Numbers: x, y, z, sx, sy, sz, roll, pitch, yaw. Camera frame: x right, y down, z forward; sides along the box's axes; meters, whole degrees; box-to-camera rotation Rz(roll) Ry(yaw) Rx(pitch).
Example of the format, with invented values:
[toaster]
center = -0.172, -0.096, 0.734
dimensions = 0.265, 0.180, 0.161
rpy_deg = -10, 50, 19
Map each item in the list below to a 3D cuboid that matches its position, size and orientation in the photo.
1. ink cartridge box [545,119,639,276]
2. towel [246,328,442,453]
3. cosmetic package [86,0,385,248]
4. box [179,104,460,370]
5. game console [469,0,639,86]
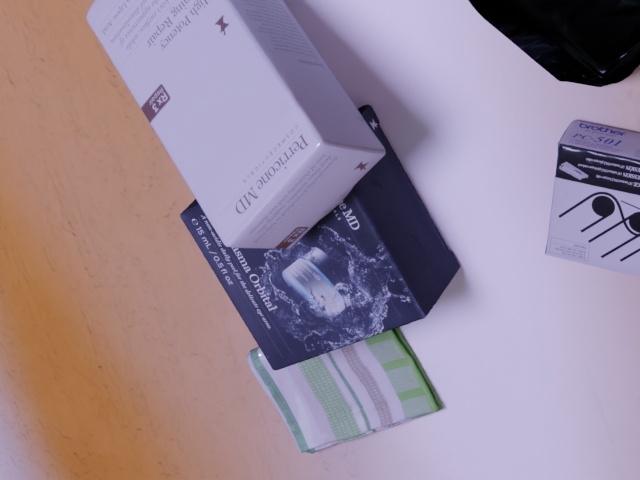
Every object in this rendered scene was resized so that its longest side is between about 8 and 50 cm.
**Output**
[ink cartridge box]
center = 0.271, -0.017, 1.059
dimensions = 0.207, 0.046, 0.097
rpy_deg = 14, 123, 19
[towel]
center = 0.018, 0.124, 1.277
dimensions = 0.152, 0.023, 0.113
rpy_deg = -22, 106, 34
[cosmetic package]
center = -0.067, -0.117, 1.082
dimensions = 0.117, 0.085, 0.231
rpy_deg = -46, 63, 26
[box]
center = 0.000, 0.000, 1.175
dimensions = 0.158, 0.093, 0.156
rpy_deg = -22, 105, 33
[game console]
center = 0.221, -0.267, 0.949
dimensions = 0.213, 0.044, 0.361
rpy_deg = 44, 127, -4
